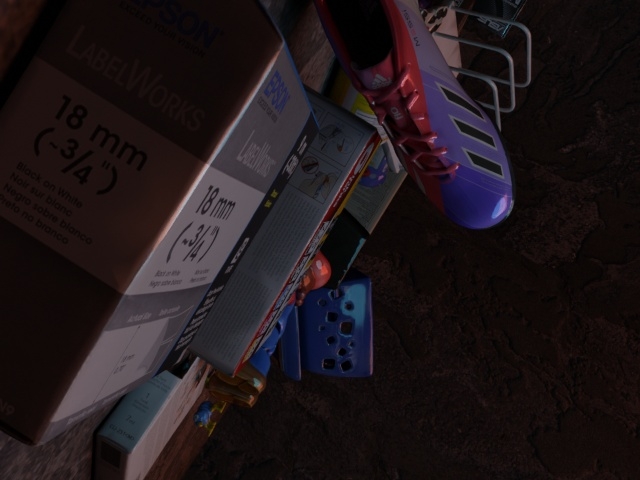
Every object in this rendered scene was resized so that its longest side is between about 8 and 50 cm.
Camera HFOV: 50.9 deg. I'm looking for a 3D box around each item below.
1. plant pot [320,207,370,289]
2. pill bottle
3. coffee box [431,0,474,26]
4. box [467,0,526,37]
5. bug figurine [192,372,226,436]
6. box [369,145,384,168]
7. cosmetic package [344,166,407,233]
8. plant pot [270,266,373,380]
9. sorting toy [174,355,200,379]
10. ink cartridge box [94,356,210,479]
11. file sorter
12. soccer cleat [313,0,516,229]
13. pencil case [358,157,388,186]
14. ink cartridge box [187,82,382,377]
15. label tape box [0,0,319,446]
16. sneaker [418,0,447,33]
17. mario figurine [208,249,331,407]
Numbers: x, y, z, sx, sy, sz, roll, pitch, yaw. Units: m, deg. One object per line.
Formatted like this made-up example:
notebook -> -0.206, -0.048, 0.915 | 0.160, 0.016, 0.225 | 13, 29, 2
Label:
plant pot -> 0.000, 0.000, 1.387 | 0.188, 0.167, 0.187 | -60, 176, 5
pill bottle -> 0.074, -0.222, 1.011 | 0.117, 0.117, 0.215 | -55, 175, -37
coffee box -> 0.247, -0.458, 1.467 | 0.141, 0.098, 0.246 | -58, 176, -14
box -> 0.374, -0.577, 1.492 | 0.184, 0.190, 0.045 | -60, 178, 23
bug figurine -> -0.225, 0.308, 1.591 | 0.279, 0.072, 0.216 | -64, -179, 7
box -> 0.125, -0.265, 1.417 | 0.060, 0.100, 0.244 | -57, 176, -35
cosmetic package -> 0.118, -0.124, 1.926 | 0.309, 0.160, 0.113 | -56, 176, -19
plant pot -> -0.018, 0.183, 1.556 | 0.236, 0.212, 0.236 | -153, -122, -68
sorting toy -> -0.233, 0.235, 1.219 | 0.083, 0.044, 0.075 | 114, 1, -52
ink cartridge box -> -0.252, 0.262, 1.040 | 0.239, 0.060, 0.275 | -59, 176, -40
file sorter -> 0.250, -0.260, 1.245 | 0.278, 0.173, 0.193 | -57, 153, -15
soccer cleat -> 0.084, -0.137, 0.646 | 0.108, 0.318, 0.116 | -23, -167, 32
pencil case -> 0.172, -0.278, 1.711 | 0.133, 0.119, 0.306 | -16, 144, -47
ink cartridge box -> -0.054, -0.027, 0.834 | 0.310, 0.130, 0.272 | -60, 177, 9
label tape box -> -0.079, -0.068, 0.422 | 0.334, 0.105, 0.240 | -59, 176, 2
sneaker -> 0.148, -0.381, 1.149 | 0.170, 0.071, 0.068 | -28, 151, -49
mario figurine -> -0.109, 0.099, 1.109 | 0.198, 0.170, 0.321 | -15, -140, 39
